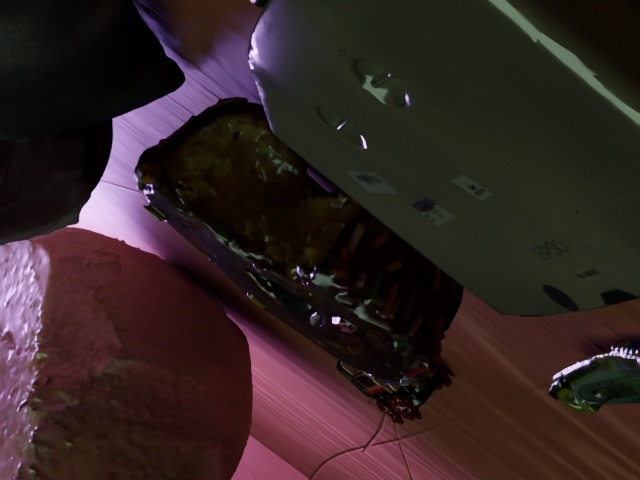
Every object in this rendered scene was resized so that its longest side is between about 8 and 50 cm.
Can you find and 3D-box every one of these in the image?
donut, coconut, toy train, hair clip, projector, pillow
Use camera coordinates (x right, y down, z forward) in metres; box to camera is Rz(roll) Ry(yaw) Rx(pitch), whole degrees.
[{"bbox_3d":[-0.001,0.000,0.942,0.230,0.096,0.216,26,166,39],"label":"donut"},{"bbox_3d":[-0.261,0.198,1.714,0.404,0.405,0.404,34,167,9],"label":"coconut"},{"bbox_3d":[0.063,0.118,1.299,0.087,0.050,0.138,40,167,-1],"label":"toy train"},{"bbox_3d":[0.195,0.087,0.873,0.060,0.033,0.188,37,165,-13],"label":"hair clip"},{"bbox_3d":[0.065,-0.063,0.554,0.193,0.088,0.269,38,167,-4],"label":"projector"},{"bbox_3d":[-0.187,-0.126,0.873,0.186,0.106,0.250,-10,161,2],"label":"pillow"}]

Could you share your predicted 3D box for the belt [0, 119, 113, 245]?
[{"bbox_3d":[-0.308,-0.119,1.044,0.338,0.217,0.122,29,168,-10],"label":"belt"}]
